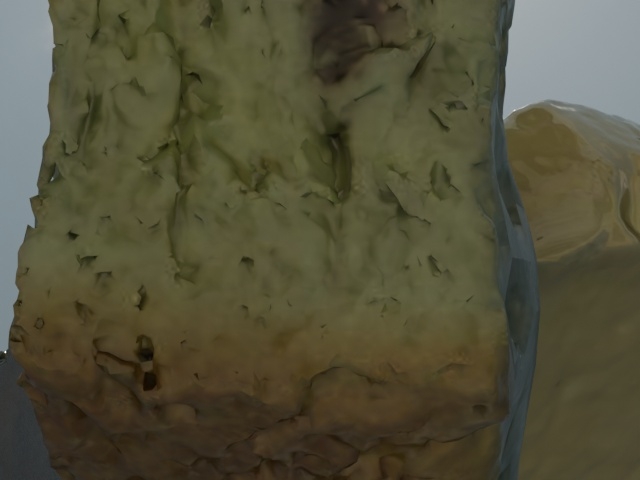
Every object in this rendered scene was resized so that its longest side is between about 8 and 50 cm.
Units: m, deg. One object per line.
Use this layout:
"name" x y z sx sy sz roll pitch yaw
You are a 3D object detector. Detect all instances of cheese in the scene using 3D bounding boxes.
"cheese" 0.115 0.073 1.066 0.318 0.326 0.115 -32 -133 -5

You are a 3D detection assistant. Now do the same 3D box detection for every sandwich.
"sandwich" 0.000 0.000 0.605 0.131 0.325 0.262 -1 -135 5

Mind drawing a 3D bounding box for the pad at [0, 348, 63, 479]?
"pad" -0.120 0.155 1.082 0.270 0.012 0.269 -23 -122 39
